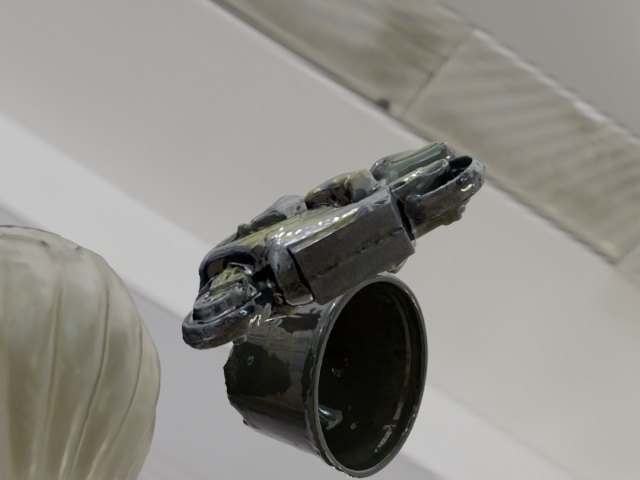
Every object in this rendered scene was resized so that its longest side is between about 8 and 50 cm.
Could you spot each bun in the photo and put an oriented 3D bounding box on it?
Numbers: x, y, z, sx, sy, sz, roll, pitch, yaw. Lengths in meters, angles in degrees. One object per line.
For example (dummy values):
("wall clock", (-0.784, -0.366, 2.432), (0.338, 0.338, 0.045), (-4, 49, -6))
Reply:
("bun", (-0.198, 0.134, 0.948), (0.175, 0.263, 0.263), (56, -23, 35))

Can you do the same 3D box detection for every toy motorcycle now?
("toy motorcycle", (0.000, 0.000, 0.918), (0.061, 0.193, 0.124), (62, -10, -16))

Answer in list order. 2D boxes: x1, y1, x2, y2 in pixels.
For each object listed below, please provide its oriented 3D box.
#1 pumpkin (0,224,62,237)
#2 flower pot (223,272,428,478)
("pumpkin", (-0.237, 0.105, 1.287), (0.159, 0.238, 0.238), (-1, -40, -6))
("flower pot", (0.000, 0.096, 1.262), (0.107, 0.157, 0.157), (8, -42, 37))
